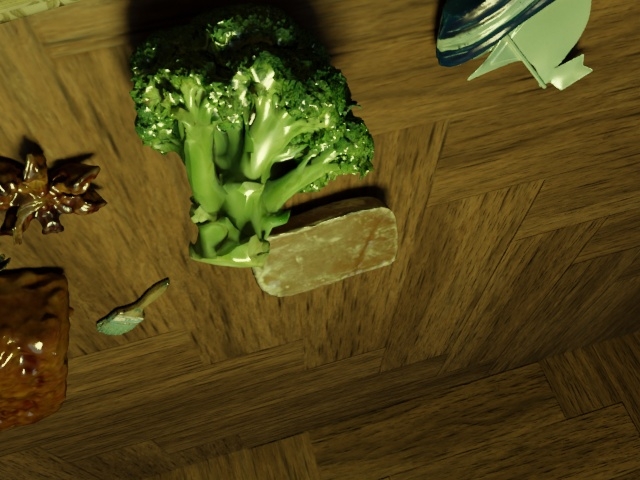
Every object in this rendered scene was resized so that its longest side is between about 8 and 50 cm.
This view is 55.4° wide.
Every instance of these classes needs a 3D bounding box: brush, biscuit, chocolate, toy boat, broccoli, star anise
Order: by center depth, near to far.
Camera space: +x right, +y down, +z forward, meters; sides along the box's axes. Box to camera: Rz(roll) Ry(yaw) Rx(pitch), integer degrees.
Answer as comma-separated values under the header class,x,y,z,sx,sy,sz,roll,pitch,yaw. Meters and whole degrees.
class,x,y,z,sx,sy,sz,roll,pitch,yaw
broccoli,-0.069,-0.104,0.632,0.270,0.270,0.270,6,168,1
star anise,-0.350,-0.059,0.761,0.168,0.057,0.168,-20,146,-14
toy boat,0.248,-0.254,0.763,0.210,0.070,0.291,-20,154,7
biscuit,-0.595,0.199,0.951,0.395,0.166,0.342,-5,150,-27
chocolate,-0.001,-0.002,1.041,0.254,0.080,0.157,-17,137,-6
brush,-0.336,0.122,1.123,0.196,0.021,0.070,-38,145,27

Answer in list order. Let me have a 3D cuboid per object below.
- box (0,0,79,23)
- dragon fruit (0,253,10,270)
class,x,y,z,sx,sy,sz,roll,pitch,yaw
box,-0.260,-0.228,0.526,0.098,0.045,0.062,-15,152,-4
dragon fruit,-0.497,0.037,0.790,0.121,0.130,0.142,-55,147,-4
